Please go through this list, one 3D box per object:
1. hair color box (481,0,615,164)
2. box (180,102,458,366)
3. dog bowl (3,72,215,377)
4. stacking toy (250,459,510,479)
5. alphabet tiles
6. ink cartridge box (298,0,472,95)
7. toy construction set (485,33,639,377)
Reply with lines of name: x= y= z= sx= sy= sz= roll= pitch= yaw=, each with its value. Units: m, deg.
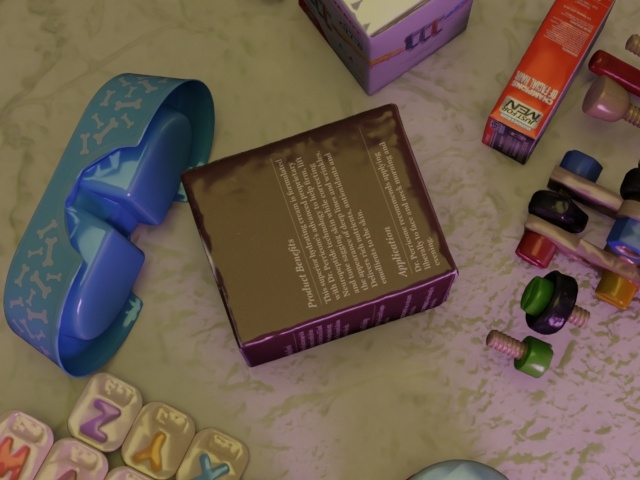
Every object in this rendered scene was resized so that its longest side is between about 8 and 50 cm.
hair color box: x=0.220 y=-0.165 z=1.350 sx=0.053 sy=0.093 sz=0.167 roll=28 pitch=80 yaw=7
box: x=0.000 y=0.000 z=1.281 sx=0.203 sy=0.167 sz=0.168 roll=-18 pitch=79 yaw=-3
dog bowl: x=-0.197 y=-0.023 z=1.298 sx=0.074 sy=0.166 sz=0.297 roll=20 pitch=79 yaw=16
stacking toy: x=0.049 y=0.332 z=1.214 sx=0.309 sy=0.130 sz=0.279 roll=-7 pitch=79 yaw=-7
alphabet tiles: x=-0.195 y=0.274 z=1.273 sx=0.284 sy=0.021 sz=0.278 roll=28 pitch=73 yaw=-3
ink cartridge box: x=0.060 y=-0.243 z=1.325 sx=0.127 sy=0.176 sz=0.128 roll=-34 pitch=80 yaw=-6
toy construction set: x=0.337 y=-0.021 z=1.286 sx=0.237 sy=0.257 sz=0.308 roll=25 pitch=56 yaw=-12
